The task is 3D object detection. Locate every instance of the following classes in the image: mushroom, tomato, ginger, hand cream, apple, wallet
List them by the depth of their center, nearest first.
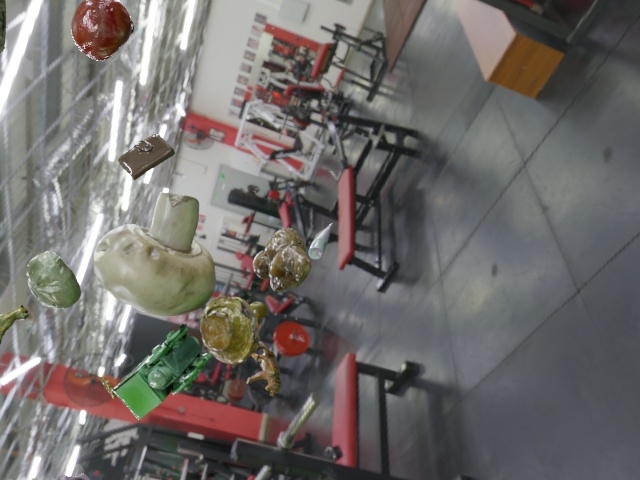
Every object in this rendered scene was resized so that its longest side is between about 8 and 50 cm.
[{"bbox_3d":[-0.476,0.053,1.538,0.325,0.353,0.353,144,143,-64],"label":"mushroom"},{"bbox_3d":[-0.653,-0.634,1.552,0.187,0.151,0.187,-14,59,26],"label":"tomato"},{"bbox_3d":[-0.528,-0.257,1.575,0.153,0.118,0.038,-39,-32,-12],"label":"wallet"},{"bbox_3d":[0.000,0.000,1.694,0.076,0.047,0.174,-36,16,25],"label":"hand cream"},{"bbox_3d":[-0.139,0.089,2.104,0.256,0.176,0.375,-55,27,-1],"label":"ginger"},{"bbox_3d":[-0.284,0.321,2.380,0.089,0.090,0.074,-131,40,-77],"label":"apple"}]

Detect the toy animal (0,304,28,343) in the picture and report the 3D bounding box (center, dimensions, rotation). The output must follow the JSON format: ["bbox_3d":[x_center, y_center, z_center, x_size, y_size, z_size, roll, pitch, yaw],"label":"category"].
[{"bbox_3d":[-0.918,0.275,1.471,0.181,0.073,0.136,-55,8,12],"label":"toy animal"}]

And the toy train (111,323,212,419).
[{"bbox_3d":[-0.396,0.331,1.333,0.188,0.132,0.243,-38,4,13],"label":"toy train"}]

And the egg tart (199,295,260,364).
[{"bbox_3d":[-0.315,0.298,1.730,0.106,0.241,0.241,-1,-67,-62],"label":"egg tart"}]

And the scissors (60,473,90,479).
[{"bbox_3d":[-0.370,0.485,0.873,0.021,0.212,0.110,-35,14,19],"label":"scissors"}]

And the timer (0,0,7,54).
[{"bbox_3d":[-1.022,-0.702,1.598,0.237,0.087,0.262,50,130,37],"label":"timer"}]

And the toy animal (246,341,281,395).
[{"bbox_3d":[-0.194,0.421,1.853,0.114,0.116,0.255,-62,20,18],"label":"toy animal"}]

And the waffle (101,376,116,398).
[{"bbox_3d":[-0.719,0.497,1.764,0.085,0.016,0.078,26,136,44],"label":"waffle"}]

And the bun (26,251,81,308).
[{"bbox_3d":[-0.872,0.135,1.684,0.118,0.195,0.195,-34,-17,-40],"label":"bun"}]
